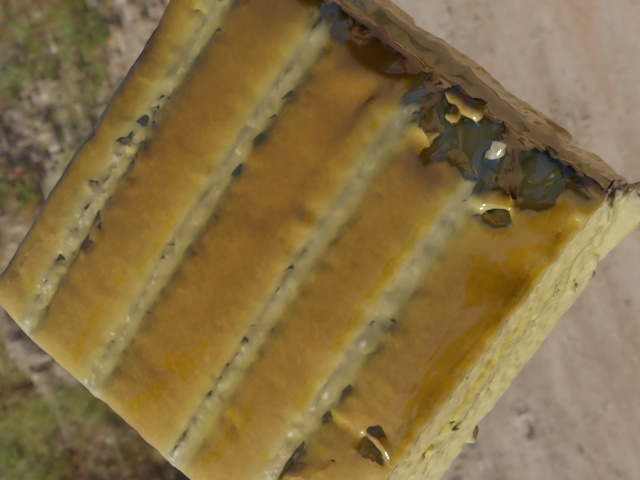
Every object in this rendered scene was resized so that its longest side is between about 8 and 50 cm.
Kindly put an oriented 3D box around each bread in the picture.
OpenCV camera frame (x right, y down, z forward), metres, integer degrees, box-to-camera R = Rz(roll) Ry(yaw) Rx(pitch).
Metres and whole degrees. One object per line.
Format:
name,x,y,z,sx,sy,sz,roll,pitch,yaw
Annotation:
bread,0.000,0.000,0.740,0.239,0.246,0.111,38,-166,20
